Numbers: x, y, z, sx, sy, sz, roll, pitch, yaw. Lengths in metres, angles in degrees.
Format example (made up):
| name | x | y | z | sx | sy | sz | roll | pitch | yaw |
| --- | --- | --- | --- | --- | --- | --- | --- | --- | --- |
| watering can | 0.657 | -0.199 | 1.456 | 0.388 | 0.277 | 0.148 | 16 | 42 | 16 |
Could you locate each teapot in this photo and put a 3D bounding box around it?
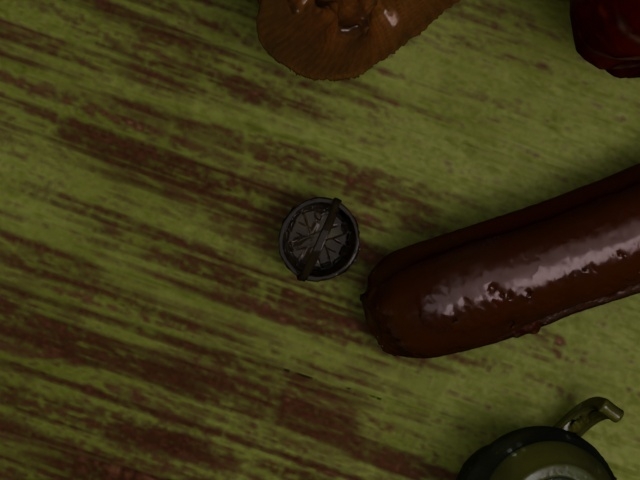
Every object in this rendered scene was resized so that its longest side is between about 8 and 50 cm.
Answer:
| name | x | y | z | sx | sy | sz | roll | pitch | yaw |
| --- | --- | --- | --- | --- | --- | --- | --- | --- | --- |
| teapot | 0.175 | 0.194 | 1.469 | 0.130 | 0.119 | 0.166 | 38 | 81 | -11 |

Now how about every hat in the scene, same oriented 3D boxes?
| name | x | y | z | sx | sy | sz | roll | pitch | yaw |
| --- | --- | --- | --- | --- | --- | --- | --- | --- | --- |
| hat | -0.012 | -0.281 | 1.450 | 0.244 | 0.233 | 0.233 | -35 | 66 | -12 |

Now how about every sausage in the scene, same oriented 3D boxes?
| name | x | y | z | sx | sy | sz | roll | pitch | yaw |
| --- | --- | --- | --- | --- | --- | --- | --- | --- | --- |
| sausage | 0.193 | 0.012 | 1.478 | 0.330 | 0.102 | 0.102 | -19 | 92 | -3 |

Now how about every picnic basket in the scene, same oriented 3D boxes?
| name | x | y | z | sx | sy | sz | roll | pitch | yaw |
| --- | --- | --- | --- | --- | --- | --- | --- | --- | --- |
| picnic basket | 0.000 | 0.000 | 1.472 | 0.072 | 0.083 | 0.072 | 0 | 91 | -2 |

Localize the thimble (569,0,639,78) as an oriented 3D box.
| name | x | y | z | sx | sy | sz | roll | pitch | yaw |
| --- | --- | --- | --- | --- | --- | --- | --- | --- | --- |
| thimble | 0.345 | -0.244 | 1.363 | 0.350 | 0.350 | 0.231 | -4 | 90 | -3 |
